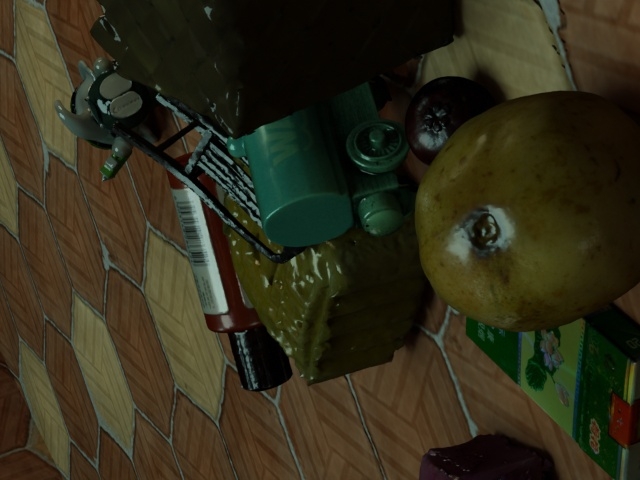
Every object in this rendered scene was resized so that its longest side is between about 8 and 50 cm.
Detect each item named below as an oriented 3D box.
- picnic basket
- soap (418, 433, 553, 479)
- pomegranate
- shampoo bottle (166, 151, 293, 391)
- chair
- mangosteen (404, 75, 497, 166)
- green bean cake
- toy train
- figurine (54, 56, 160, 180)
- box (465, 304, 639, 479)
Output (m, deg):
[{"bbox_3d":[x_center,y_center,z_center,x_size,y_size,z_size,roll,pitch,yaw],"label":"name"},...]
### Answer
[{"bbox_3d":[-0.071,-0.260,1.445,0.321,0.291,0.254,37,140,41],"label":"picnic basket"},{"bbox_3d":[0.156,0.289,1.601,0.162,0.099,0.250,-122,26,-47],"label":"soap"},{"bbox_3d":[0.165,-0.020,1.258,0.196,0.196,0.196,48,148,44],"label":"pomegranate"},{"bbox_3d":[-0.092,0.034,1.959,0.104,0.104,0.278,9,115,65],"label":"shampoo bottle"},{"bbox_3d":[-0.075,-0.080,1.600,0.212,0.101,0.084,38,127,5],"label":"chair"},{"bbox_3d":[0.110,-0.097,1.437,0.081,0.081,0.081,48,148,44],"label":"mangosteen"},{"bbox_3d":[0.000,0.000,1.687,0.224,0.131,0.230,60,154,30],"label":"green bean cake"},{"bbox_3d":[-0.004,-0.098,1.528,0.101,0.159,0.248,81,176,-51],"label":"toy train"},{"bbox_3d":[-0.265,-0.168,2.195,0.147,0.126,0.192,54,170,-5],"label":"figurine"},{"bbox_3d":[0.195,0.084,1.428,0.235,0.034,0.132,46,146,46],"label":"box"}]
